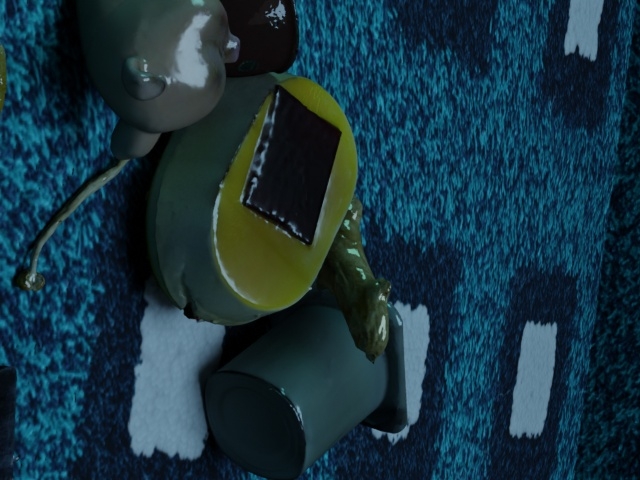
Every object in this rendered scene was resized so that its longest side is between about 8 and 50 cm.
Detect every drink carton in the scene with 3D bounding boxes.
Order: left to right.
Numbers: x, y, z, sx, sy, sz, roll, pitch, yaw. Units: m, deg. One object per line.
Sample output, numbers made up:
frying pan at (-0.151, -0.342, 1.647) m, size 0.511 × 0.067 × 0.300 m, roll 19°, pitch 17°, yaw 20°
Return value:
drink carton at (-0.026, 0.175, 2.125) m, size 0.189 × 0.191 × 0.185 m, roll -41°, pitch 136°, yaw -42°

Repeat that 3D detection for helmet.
helmet at (-0.110, -0.239, 1.883) m, size 0.106 × 0.175 × 0.155 m, roll -21°, pitch 156°, yaw -26°

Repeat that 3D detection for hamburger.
hamburger at (-0.083, -0.050, 1.962) m, size 0.227 × 0.151 × 0.295 m, roll 51°, pitch 56°, yaw -37°

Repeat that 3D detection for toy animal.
toy animal at (-0.156, -0.219, 1.745) m, size 0.166 × 0.154 × 0.250 m, roll 69°, pitch 18°, yaw -64°

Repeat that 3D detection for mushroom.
mushroom at (-0.225, -0.048, 1.801) m, size 0.028 × 0.026 × 0.286 m, roll 95°, pitch 17°, yaw -45°

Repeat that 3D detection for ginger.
ginger at (0.000, 0.000, 2.093) m, size 0.148 × 0.334 × 0.081 m, roll -39°, pitch 137°, yaw 6°

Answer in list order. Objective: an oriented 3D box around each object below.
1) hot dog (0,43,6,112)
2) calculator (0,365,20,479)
hot dog at (-0.294, -0.134, 1.613) m, size 0.034 × 0.030 × 0.090 m, roll -8°, pitch 104°, yaw -74°
calculator at (-0.343, 0.203, 1.609) m, size 0.261 × 0.021 × 0.161 m, roll -11°, pitch 106°, yaw -65°
